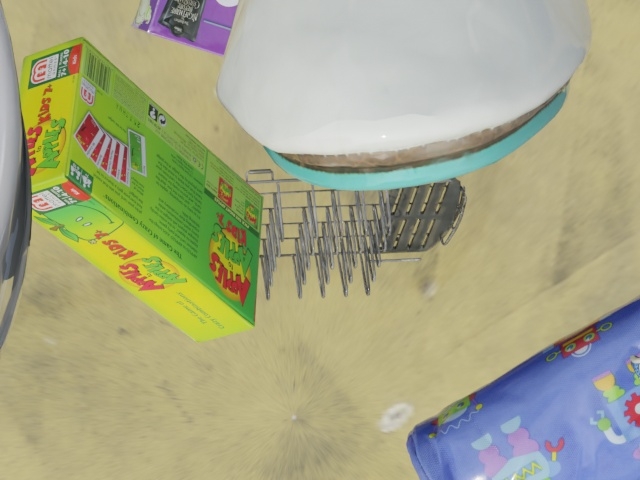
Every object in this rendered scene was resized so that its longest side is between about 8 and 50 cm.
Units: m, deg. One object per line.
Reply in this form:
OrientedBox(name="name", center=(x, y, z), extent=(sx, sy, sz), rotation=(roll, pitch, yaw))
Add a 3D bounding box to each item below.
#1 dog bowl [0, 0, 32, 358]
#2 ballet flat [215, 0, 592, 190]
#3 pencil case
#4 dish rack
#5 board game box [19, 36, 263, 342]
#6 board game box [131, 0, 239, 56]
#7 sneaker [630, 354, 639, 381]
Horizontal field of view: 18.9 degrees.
OrientedBox(name="dog bowl", center=(-0.263, -0.036, 0.661), extent=(0.349, 0.102, 0.349), rotation=(5, 75, -18))
OrientedBox(name="ballet flat", center=(0.042, -0.129, 0.754), extent=(0.139, 0.400, 0.139), rotation=(4, 108, 12))
OrientedBox(name="pencil case", center=(0.216, 0.119, 1.388), extent=(0.306, 0.119, 0.133), rotation=(-31, 102, 11))
OrientedBox(name="dish rack", center=(0.000, 0.000, 1.802), extent=(0.271, 0.208, 0.074), rotation=(-3, 69, -8))
OrientedBox(name="board game box", center=(-0.100, -0.025, 1.082), extent=(0.043, 0.181, 0.092), rotation=(-15, 54, 28))
OrientedBox(name="board game box", center=(0.020, -0.240, 1.737), extent=(0.347, 0.056, 0.208), rotation=(14, 100, -29))
OrientedBox(name="sneaker", center=(0.248, 0.091, 1.241), extent=(0.081, 0.211, 0.080), rotation=(34, 61, 29))
